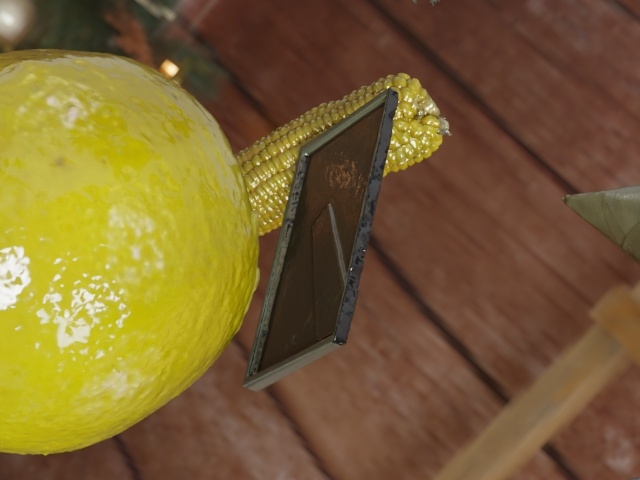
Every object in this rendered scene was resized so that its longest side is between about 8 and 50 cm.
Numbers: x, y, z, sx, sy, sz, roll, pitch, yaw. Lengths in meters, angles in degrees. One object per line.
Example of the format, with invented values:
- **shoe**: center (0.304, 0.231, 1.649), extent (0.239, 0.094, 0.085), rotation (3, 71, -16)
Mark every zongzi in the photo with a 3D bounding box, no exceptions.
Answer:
- **zongzi**: center (0.429, 0.031, 2.295), extent (0.318, 0.154, 0.289), rotation (2, 29, 17)

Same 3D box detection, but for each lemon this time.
- **lemon**: center (-0.256, 0.014, 1.561), extent (0.364, 0.364, 0.364), rotation (39, 9, -7)

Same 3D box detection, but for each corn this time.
- **corn**: center (-0.018, -0.078, 1.972), extent (0.102, 0.313, 0.102), rotation (62, 6, -12)

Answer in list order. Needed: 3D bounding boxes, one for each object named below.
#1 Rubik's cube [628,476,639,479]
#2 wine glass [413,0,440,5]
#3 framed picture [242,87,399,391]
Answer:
- **Rubik's cube**: center (0.339, 0.346, 1.332), extent (0.301, 0.305, 0.303), rotation (-103, 175, -52)
- **wine glass**: center (0.091, -0.353, 1.421), extent (0.190, 0.190, 0.357), rotation (-123, -171, -62)
- **framed picture**: center (0.001, 0.000, 1.778), extent (0.018, 0.265, 0.192), rotation (22, -25, -20)
